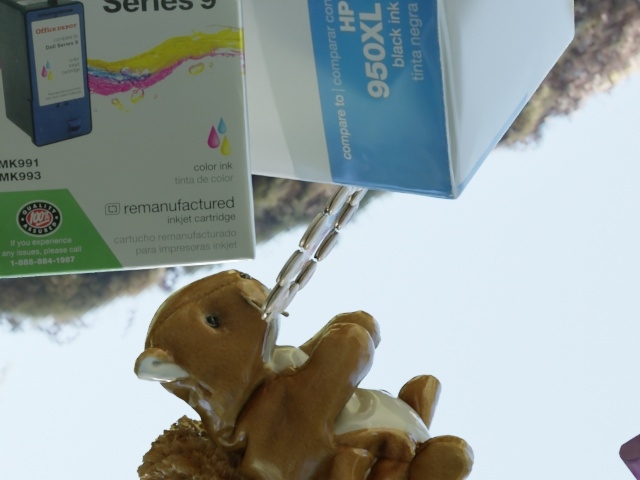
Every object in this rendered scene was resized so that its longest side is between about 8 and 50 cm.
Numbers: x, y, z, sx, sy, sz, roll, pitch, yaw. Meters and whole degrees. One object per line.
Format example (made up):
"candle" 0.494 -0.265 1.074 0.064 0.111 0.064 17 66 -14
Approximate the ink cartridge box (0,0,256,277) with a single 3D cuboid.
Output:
"ink cartridge box" -0.120 -0.091 0.709 0.154 0.212 0.093 -3 -175 -7

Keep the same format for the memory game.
"memory game" 0.000 0.000 1.161 0.186 0.012 0.186 -55 174 -9

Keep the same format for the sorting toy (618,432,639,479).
"sorting toy" 0.195 0.197 0.589 0.127 0.126 0.365 -36 -178 22

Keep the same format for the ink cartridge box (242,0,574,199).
"ink cartridge box" -0.034 -0.187 0.964 0.395 0.166 0.285 8 -145 26

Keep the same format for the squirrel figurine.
"squirrel figurine" -0.078 0.238 1.478 0.397 0.370 0.281 -53 -170 15
